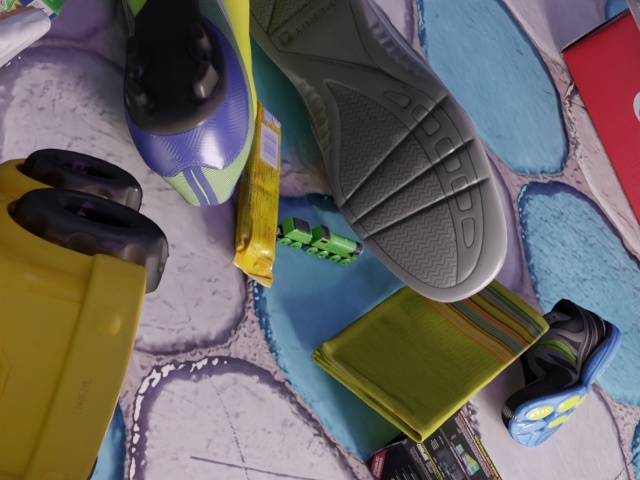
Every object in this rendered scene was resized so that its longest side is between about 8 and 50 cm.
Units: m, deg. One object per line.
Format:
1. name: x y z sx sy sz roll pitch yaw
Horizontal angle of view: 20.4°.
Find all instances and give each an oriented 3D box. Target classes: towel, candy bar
1. towel: 0.088 0.072 1.316 0.102 0.021 0.237 36 30 14
2. candy bar: -0.044 -0.038 1.266 0.040 0.018 0.161 38 38 -35

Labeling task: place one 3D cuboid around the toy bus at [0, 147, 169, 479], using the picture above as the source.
1. toy bus: -0.201 0.024 0.889 0.211 0.149 0.220 15 14 -16

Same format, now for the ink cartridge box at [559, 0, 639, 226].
1. ink cartridge box: 0.377 -0.084 1.769 0.272 0.130 0.309 -4 67 -53

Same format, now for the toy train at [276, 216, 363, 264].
1. toy train: 0.000 0.000 1.290 0.083 0.024 0.017 18 50 -45

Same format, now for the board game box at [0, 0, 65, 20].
1. board game box: -0.208 -0.244 1.195 0.136 0.035 0.201 43 36 -24

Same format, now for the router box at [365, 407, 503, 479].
1. router box: 0.093 0.184 1.254 0.092 0.038 0.122 -26 86 -57

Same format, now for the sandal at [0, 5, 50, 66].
1. sandal: -0.245 -0.105 0.987 0.076 0.102 0.265 54 24 -5

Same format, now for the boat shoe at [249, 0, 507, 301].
1. boat shoe: 0.043 -0.101 1.351 0.320 0.118 0.103 56 14 8

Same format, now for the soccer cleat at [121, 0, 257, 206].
1. soccer cleat: -0.089 -0.143 1.253 0.289 0.093 0.121 -90 167 -45

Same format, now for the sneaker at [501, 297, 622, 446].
1. sneaker: 0.181 0.103 1.429 0.078 0.067 0.188 38 34 7
